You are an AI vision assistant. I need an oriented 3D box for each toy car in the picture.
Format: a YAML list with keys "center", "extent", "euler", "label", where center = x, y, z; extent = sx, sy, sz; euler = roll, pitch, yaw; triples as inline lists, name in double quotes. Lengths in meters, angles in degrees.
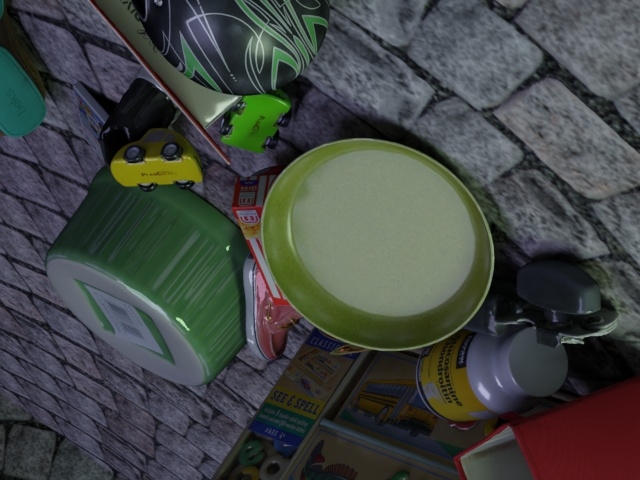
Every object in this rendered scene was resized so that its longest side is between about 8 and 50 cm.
- center: [-0.083, -0.104, 1.591]
  extent: [0.239, 0.053, 0.225]
  euler: [15, 146, -15]
  label: "toy car"

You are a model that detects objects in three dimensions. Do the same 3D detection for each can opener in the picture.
- center: [0.183, 0.053, 1.558]
  extent: [0.280, 0.074, 0.093]
  euler: [8, 109, 45]
  label: "can opener"

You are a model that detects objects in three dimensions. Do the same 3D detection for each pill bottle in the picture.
- center: [0.187, 0.141, 1.648]
  extent: [0.103, 0.103, 0.184]
  euler: [42, 156, -12]
  label: "pill bottle"

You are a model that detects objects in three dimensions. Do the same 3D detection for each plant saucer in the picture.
- center: [0.059, 0.000, 1.526]
  extent: [0.241, 0.037, 0.241]
  euler: [8, 120, 15]
  label: "plant saucer"

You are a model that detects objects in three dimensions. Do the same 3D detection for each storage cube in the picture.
- center: [0.280, 0.259, 1.551]
  extent: [0.183, 0.193, 0.215]
  euler: [124, 127, -66]
  label: "storage cube"

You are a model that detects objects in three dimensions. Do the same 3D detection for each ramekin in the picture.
- center: [-0.213, 0.055, 1.983]
  extent: [0.303, 0.148, 0.303]
  euler: [30, 156, 15]
  label: "ramekin"

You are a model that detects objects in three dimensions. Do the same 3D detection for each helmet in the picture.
- center: [-0.073, -0.205, 1.292]
  extent: [0.169, 0.169, 0.161]
  euler: [44, 171, -17]
  label: "helmet"

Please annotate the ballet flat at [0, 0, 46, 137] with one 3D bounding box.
- center: [-0.415, -0.256, 1.765]
  extent: [0.124, 0.116, 0.342]
  euler: [46, 168, 30]
  label: "ballet flat"

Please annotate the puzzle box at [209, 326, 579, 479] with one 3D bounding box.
- center: [0.091, 0.250, 1.778]
  extent: [0.409, 0.272, 0.052]
  euler: [15, 150, 39]
  label: "puzzle box"

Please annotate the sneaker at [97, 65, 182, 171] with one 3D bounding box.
- center: [-0.211, -0.110, 1.726]
  extent: [0.078, 0.106, 0.234]
  euler: [35, 157, 5]
  label: "sneaker"

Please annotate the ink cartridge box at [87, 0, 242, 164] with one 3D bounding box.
- center: [-0.174, -0.216, 1.417]
  extent: [0.275, 0.060, 0.239]
  euler: [50, 179, -27]
  label: "ink cartridge box"

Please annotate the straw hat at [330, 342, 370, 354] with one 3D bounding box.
- center: [0.071, 0.088, 1.757]
  extent: [0.144, 0.144, 0.061]
  euler: [144, 116, -66]
  label: "straw hat"

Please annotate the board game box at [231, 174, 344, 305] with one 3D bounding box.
- center: [0.000, 0.000, 1.643]
  extent: [0.147, 0.045, 0.193]
  euler: [-3, 145, 14]
  label: "board game box"

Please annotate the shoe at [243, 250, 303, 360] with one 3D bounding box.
- center: [-0.045, 0.090, 1.888]
  extent: [0.081, 0.063, 0.178]
  euler: [17, 134, 25]
  label: "shoe"

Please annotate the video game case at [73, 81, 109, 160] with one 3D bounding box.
- center: [-0.268, -0.131, 1.854]
  extent: [0.087, 0.011, 0.122]
  euler: [49, 161, 20]
  label: "video game case"
